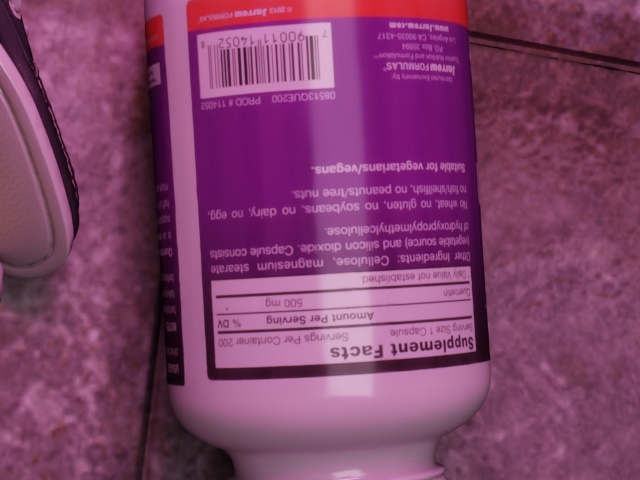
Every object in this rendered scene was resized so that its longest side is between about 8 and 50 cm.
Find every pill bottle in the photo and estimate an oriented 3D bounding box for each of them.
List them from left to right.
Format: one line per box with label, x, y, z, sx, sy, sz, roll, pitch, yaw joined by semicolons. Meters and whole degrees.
pill bottle;0.000;0.000;1.018;0.182;0.181;0.322;-3;90;-18

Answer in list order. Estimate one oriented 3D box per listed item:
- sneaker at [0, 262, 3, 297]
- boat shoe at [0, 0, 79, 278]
sneaker;-0.344;-0.029;0.929;0.385;0.145;0.147;13;71;-24
boat shoe;-0.206;-0.124;0.995;0.302;0.114;0.091;66;33;-19
